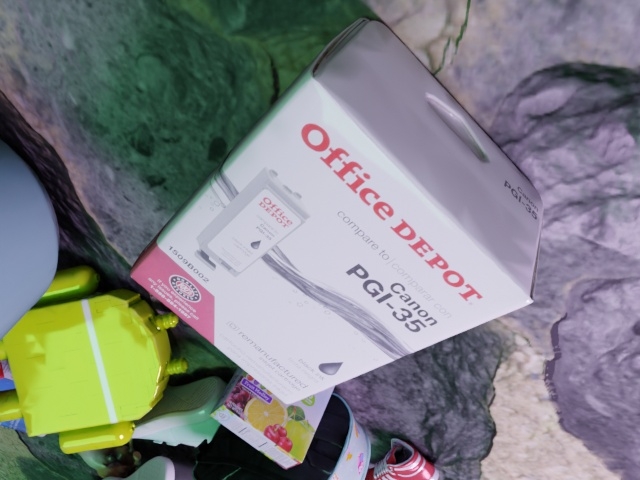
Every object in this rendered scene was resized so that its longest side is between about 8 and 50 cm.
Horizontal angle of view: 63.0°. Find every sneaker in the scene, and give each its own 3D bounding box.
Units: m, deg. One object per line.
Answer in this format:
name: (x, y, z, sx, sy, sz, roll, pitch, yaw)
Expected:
sneaker: (-0.299, 0.468, 0.931, 0.296, 0.104, 0.147, -35, 135, 29)
sneaker: (-0.195, 0.288, 0.786, 0.256, 0.094, 0.151, -17, 121, 37)
sneaker: (0.089, 0.298, 0.689, 0.119, 0.042, 0.067, -26, 117, 30)

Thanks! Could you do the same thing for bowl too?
bowl: (-0.418, -0.008, 0.574, 0.312, 0.163, 0.311, 9, 113, 23)

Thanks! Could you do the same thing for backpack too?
backpack: (-0.034, 0.266, 0.637, 0.189, 0.165, 0.144, -8, 124, 35)

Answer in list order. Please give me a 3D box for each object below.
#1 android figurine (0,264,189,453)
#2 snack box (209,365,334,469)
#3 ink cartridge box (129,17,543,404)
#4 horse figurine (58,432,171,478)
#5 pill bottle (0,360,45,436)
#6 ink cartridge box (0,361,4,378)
android figurine: (-0.312, 0.157, 0.687, 0.273, 0.056, 0.248, -13, 95, 5)
snack box: (-0.039, 0.153, 0.564, 0.100, 0.141, 0.037, 40, 134, -8)
ink cartridge box: (0.000, 0.000, 0.435, 0.207, 0.117, 0.283, 43, 133, -11)
horse figurine: (-0.414, 0.391, 0.997, 0.263, 0.066, 0.174, 31, 128, 3)
pill bottle: (-0.523, 0.222, 0.835, 0.222, 0.124, 0.124, 24, 136, -16)
ink cartridge box: (-0.509, 0.136, 0.713, 0.134, 0.078, 0.230, 138, 117, -75)
